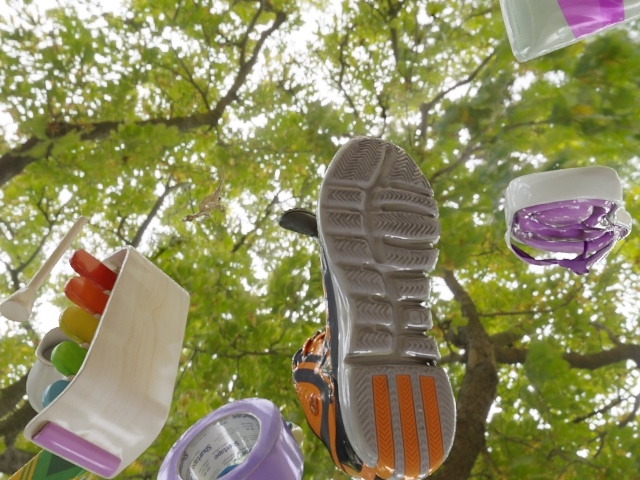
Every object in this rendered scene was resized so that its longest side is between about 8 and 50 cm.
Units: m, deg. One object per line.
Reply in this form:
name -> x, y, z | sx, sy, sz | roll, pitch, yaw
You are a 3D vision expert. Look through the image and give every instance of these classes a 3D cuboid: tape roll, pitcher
tape roll -> -0.124, 0.316, 0.697 | 0.189, 0.080, 0.189 | -22, -161, 8
pitcher -> -0.564, 0.270, 1.089 | 0.126, 0.207, 0.177 | 8, -145, -18

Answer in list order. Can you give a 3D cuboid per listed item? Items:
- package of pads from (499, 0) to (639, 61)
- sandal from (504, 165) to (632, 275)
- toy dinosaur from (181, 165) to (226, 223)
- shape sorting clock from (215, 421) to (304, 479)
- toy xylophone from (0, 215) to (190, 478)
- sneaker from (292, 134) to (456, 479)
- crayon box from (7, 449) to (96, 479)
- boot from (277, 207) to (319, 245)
package of pads -> 0.269, -0.301, 0.371 | 0.297, 0.229, 0.101 | -16, -170, 21
sandal -> 0.340, -0.002, 0.701 | 0.170, 0.102, 0.416 | -5, 168, 33
toy dinosaur -> -0.285, -0.103, 1.316 | 0.053, 0.183, 0.092 | 38, 179, 20
shape sorting clock -> -0.127, 0.385, 0.886 | 0.206, 0.206, 0.040 | -19, -88, -38
toy xylophone -> -0.264, 0.105, 0.620 | 0.236, 0.081, 0.322 | 50, -164, -21
sneaker -> 0.027, 0.063, 0.489 | 0.125, 0.180, 0.320 | 11, -117, -16
crayon box -> -0.490, 0.469, 0.802 | 0.083, 0.203, 0.323 | 28, -164, 4
boot -> 0.000, -0.002, 1.283 | 0.190, 0.076, 0.208 | 6, -149, -22
